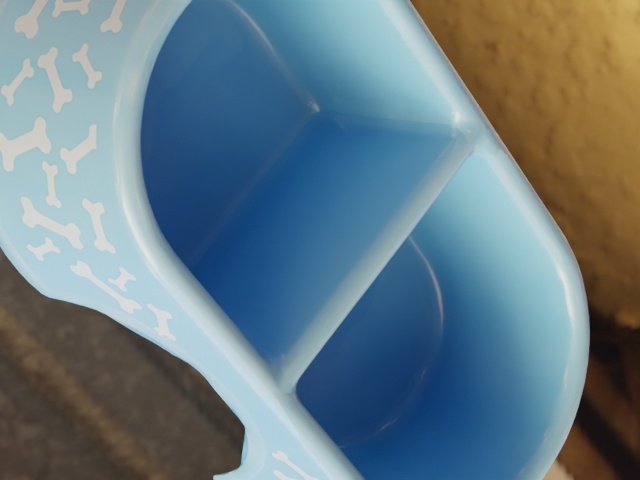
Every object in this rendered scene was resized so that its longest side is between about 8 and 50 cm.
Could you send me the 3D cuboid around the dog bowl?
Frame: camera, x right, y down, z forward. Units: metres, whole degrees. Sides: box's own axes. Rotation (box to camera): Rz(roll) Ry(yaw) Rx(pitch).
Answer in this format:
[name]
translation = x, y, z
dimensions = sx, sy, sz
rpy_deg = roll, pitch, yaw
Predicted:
[dog bowl]
translation = 0.000, 0.000, 0.690
dimensions = 0.166, 0.074, 0.297
rpy_deg = -52, -54, -20
